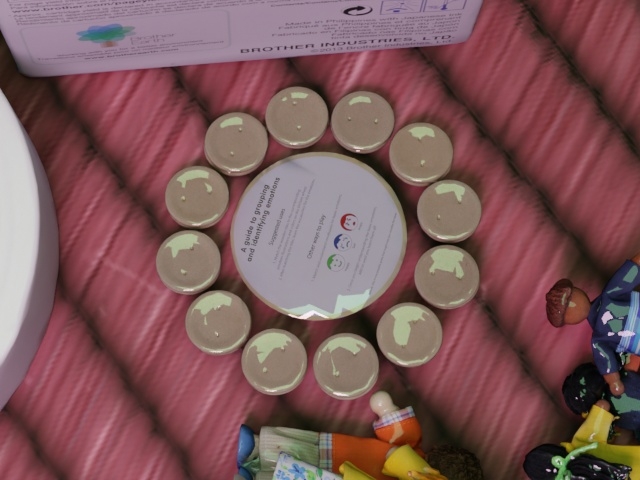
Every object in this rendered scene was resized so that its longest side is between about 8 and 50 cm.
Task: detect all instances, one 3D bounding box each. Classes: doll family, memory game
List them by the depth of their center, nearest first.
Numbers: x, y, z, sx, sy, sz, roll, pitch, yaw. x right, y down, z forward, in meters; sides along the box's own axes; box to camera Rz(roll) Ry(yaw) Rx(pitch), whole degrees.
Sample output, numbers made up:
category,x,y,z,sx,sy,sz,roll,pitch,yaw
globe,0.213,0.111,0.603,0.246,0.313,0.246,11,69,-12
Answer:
category,x,y,z,sx,sy,sz,roll,pitch,yaw
doll family,0.029,0.206,0.957,0.163,0.118,0.263,5,81,-1
doll family,0.164,0.100,1.005,0.111,0.076,0.193,12,76,5
memory game,0.000,0.000,1.031,0.186,0.012,0.186,0,73,1

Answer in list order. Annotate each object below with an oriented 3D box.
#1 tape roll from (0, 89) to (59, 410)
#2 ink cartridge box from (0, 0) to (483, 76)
category,x,y,z,sx,sy,sz,roll,pitch,yaw
tape roll,-0.286,0.001,0.992,0.286,0.100,0.286,0,81,-1
ink cartridge box,-0.040,-0.207,0.881,0.270,0.395,0.151,-5,81,-3
